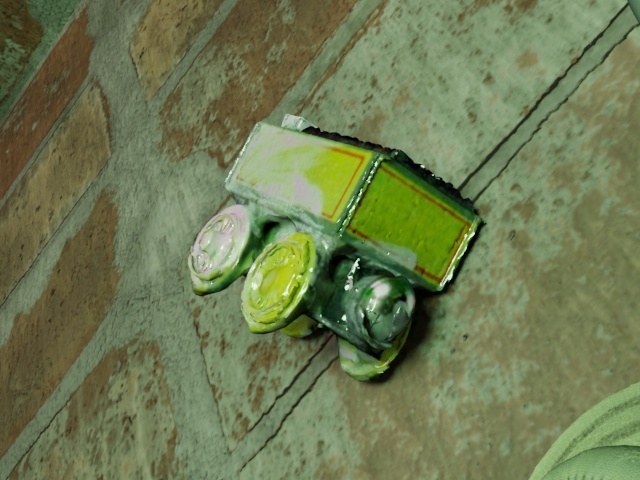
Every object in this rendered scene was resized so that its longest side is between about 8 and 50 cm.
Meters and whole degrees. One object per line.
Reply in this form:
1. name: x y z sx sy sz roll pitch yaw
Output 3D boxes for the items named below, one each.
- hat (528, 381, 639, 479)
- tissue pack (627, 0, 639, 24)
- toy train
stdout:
1. hat: 0.157 0.164 0.464 0.252 0.110 0.252 -34 41 36
2. tissue pack: 0.314 -0.147 0.368 0.333 0.229 0.236 -49 34 19
3. toy train: 0.000 0.000 0.773 0.261 0.134 0.177 25 87 57
